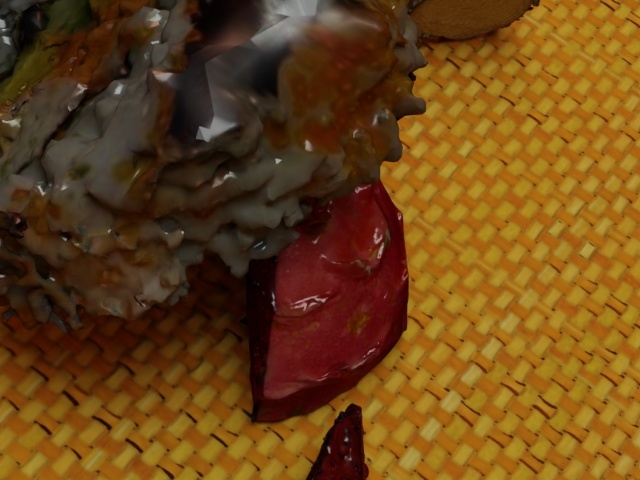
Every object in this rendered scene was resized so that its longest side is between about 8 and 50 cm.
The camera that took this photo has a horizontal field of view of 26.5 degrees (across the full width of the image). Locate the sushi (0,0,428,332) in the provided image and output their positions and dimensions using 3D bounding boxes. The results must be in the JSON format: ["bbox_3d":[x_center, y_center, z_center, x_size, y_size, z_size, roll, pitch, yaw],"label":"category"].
[{"bbox_3d":[-0.131,-0.113,0.993,0.417,0.176,0.417,-22,45,24],"label":"sushi"}]

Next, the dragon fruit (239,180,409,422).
[{"bbox_3d":[0.000,0.000,1.081,0.189,0.163,0.262,15,53,-36],"label":"dragon fruit"}]

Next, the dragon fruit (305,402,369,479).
[{"bbox_3d":[0.018,0.189,1.010,0.063,0.097,0.131,25,39,0],"label":"dragon fruit"}]

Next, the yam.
[{"bbox_3d":[0.105,-0.302,1.278,0.128,0.129,0.238,-24,65,11],"label":"yam"}]
